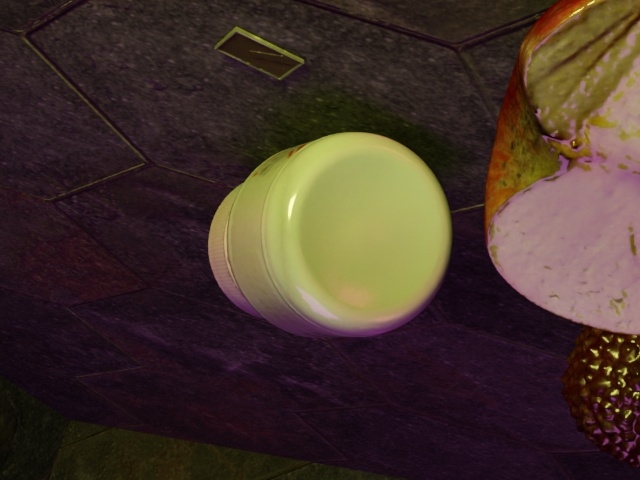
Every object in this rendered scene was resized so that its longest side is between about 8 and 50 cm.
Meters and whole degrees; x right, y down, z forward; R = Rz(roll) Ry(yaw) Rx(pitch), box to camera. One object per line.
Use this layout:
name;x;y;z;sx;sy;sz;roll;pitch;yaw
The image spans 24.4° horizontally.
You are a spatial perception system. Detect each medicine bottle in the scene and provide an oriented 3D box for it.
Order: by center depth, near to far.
medicine bottle;0.000;0.000;1.829;0.241;0.241;0.302;24;167;-20

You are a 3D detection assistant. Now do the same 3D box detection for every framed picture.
framed picture;-0.069;-0.211;1.675;0.089;0.006;0.066;23;158;-19

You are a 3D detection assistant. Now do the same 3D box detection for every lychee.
lychee;0.460;0.181;1.945;0.264;0.300;0.264;21;123;35

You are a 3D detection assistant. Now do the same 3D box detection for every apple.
apple;0.331;-0.075;1.322;0.365;0.295;0.329;6;166;10
